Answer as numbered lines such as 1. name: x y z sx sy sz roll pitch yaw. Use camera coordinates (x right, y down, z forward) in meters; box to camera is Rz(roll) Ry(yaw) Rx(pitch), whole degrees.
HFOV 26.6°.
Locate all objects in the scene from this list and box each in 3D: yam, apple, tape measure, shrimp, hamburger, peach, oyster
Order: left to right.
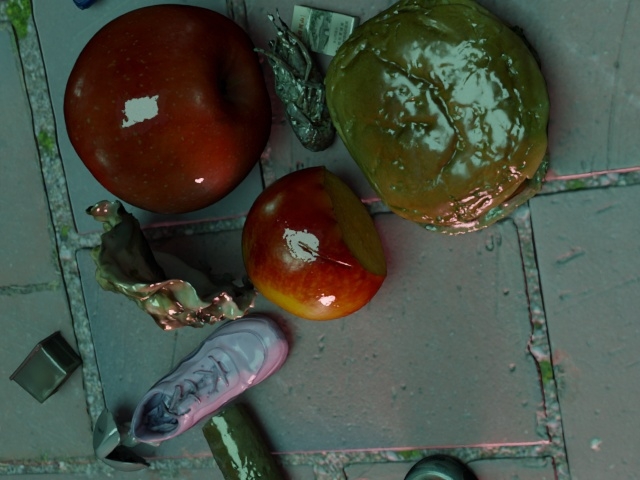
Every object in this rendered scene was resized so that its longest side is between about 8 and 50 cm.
1. oyster: -0.211 0.043 1.722 0.238 0.351 0.114 31 79 -27
2. apple: -0.182 -0.168 1.679 0.217 0.260 0.260 -18 94 34
3. yam: -0.098 0.312 1.844 0.078 0.078 0.179 -29 89 26
4. shrimp: -0.030 -0.200 1.693 0.075 0.073 0.190 2 119 36
5. peach: 0.000 0.000 1.667 0.190 0.190 0.192 41 132 10
6. tape measure: 0.134 0.353 1.706 0.107 0.180 0.104 24 126 16
7. hamburger: 0.142 -0.149 1.608 0.265 0.134 0.285 -34 85 24

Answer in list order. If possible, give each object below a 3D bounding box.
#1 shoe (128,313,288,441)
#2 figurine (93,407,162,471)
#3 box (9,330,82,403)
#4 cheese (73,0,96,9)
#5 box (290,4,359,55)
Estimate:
1. shoe: -0.153 0.189 1.806 0.245 0.137 0.095 -38 90 25
2. figurine: -0.277 0.284 1.918 0.094 0.086 0.082 22 97 61
3. box: -0.394 0.185 1.953 0.063 0.060 0.084 44 113 4
4. cheese: -0.239 -0.408 1.747 0.286 0.074 0.189 -32 87 29
5. box: 0.004 -0.263 1.701 0.083 0.024 0.054 15 109 20
